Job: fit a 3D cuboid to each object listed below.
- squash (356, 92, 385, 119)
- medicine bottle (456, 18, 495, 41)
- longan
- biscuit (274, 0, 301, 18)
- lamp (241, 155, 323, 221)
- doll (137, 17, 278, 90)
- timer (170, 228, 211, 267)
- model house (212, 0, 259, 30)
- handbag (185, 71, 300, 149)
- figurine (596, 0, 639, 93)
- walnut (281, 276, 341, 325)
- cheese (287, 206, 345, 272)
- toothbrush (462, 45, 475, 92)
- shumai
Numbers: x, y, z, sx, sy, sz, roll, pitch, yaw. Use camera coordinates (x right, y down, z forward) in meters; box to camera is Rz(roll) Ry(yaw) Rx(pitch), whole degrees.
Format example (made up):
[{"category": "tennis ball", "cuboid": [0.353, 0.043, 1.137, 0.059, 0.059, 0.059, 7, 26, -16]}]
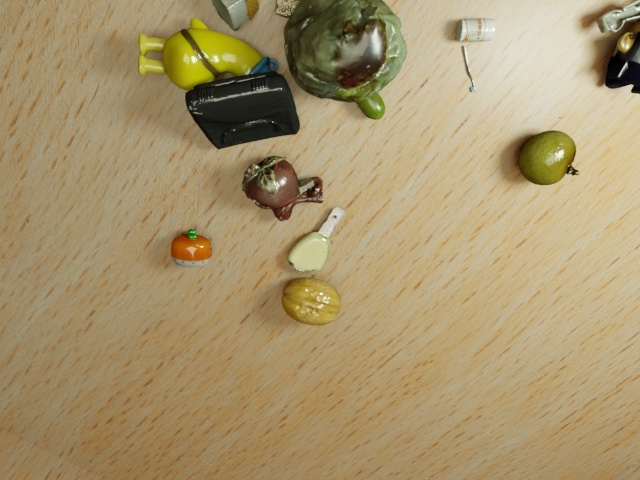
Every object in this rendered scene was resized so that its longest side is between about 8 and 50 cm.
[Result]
[{"category": "squash", "cuboid": [0.113, -0.429, 1.191, 0.066, 0.066, 0.201, -37, 103, 15]}, {"category": "medicine bottle", "cuboid": [0.416, -0.566, 1.130, 0.089, 0.057, 0.057, -1, 114, 1]}, {"category": "longan", "cuboid": [0.667, -0.235, 1.220, 0.145, 0.176, 0.154, -49, 151, -19]}, {"category": "biscuit", "cuboid": [0.005, -0.640, 1.117, 0.237, 0.026, 0.131, 13, 116, -6]}, {"category": "lamp", "cuboid": [-0.119, -0.173, 1.272, 0.215, 0.150, 0.223, -25, 155, 17]}, {"category": "doll", "cuboid": [-0.296, -0.488, 1.126, 0.364, 0.145, 0.199, 2, 100, -10]}, {"category": "timer", "cuboid": [-0.422, 0.020, 1.377, 0.136, 0.099, 0.136, -3, 106, -10]}, {"category": "model house", "cuboid": [-0.221, -0.629, 1.099, 0.100, 0.087, 0.100, -38, 76, -8]}, {"category": "handbag", "cuboid": [-0.205, -0.352, 1.157, 0.276, 0.244, 0.088, -12, 71, 4]}, {"category": "figurine", "cuboid": [0.871, -0.537, 1.097, 0.309, 0.143, 0.307, 2, 100, 13]}, {"category": "walnut", "cuboid": [-0.029, 0.206, 1.426, 0.207, 0.159, 0.159, 18, 113, -2]}, {"category": "cheese", "cuboid": [0.000, 0.000, 1.387, 0.127, 0.050, 0.255, 31, 111, -13]}, {"category": "toothbrush", "cuboid": [0.421, -0.486, 1.191, 0.013, 0.011, 0.131, -26, 112, -11]}, {"category": "shumai", "cuboid": [0.059, -0.490, 1.011, 0.310, 0.263, 0.303, -30, 103, 6]}]
